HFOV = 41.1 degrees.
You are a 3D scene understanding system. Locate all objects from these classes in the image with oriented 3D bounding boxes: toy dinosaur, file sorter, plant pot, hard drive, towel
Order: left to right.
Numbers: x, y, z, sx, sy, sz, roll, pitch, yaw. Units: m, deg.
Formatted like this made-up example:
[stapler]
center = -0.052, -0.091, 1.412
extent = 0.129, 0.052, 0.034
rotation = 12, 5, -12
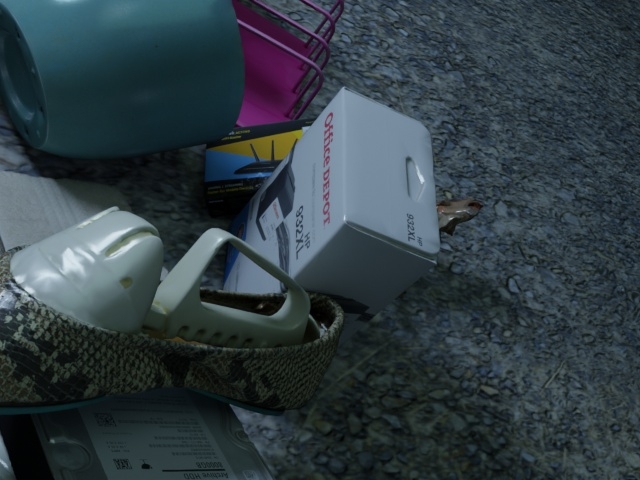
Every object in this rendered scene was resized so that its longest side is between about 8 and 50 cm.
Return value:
[towel]
center = -0.279, 0.010, 0.974
extent = 0.187, 0.049, 0.282
rotation = 6, 31, -36
[plant pot]
center = -0.274, -0.233, 1.072
extent = 0.235, 0.293, 0.293
rotation = -23, 72, -31
[hard drive]
center = -0.177, 0.199, 0.829
extent = 0.237, 0.064, 0.339
rotation = 12, 26, -40
[file sorter]
center = -0.086, -0.327, 1.351
extent = 0.202, 0.182, 0.290
rotation = 28, 45, -17
[toy dinosaur]
center = 0.083, -0.043, 1.308
extent = 0.296, 0.127, 0.200
rotation = 25, 32, 4

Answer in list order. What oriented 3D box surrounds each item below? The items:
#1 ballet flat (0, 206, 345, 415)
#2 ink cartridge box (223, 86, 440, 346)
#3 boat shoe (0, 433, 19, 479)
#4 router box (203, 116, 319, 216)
[ballet flat]
center = -0.148, 0.063, 0.797
extent = 0.483, 0.182, 0.164
rotation = 16, 21, -49
[ink cartridge box]
center = 0.000, 0.000, 1.061
extent = 0.129, 0.307, 0.223
rotation = 22, 46, -23
[boat shoe]
center = -0.220, 0.279, 0.814
extent = 0.319, 0.099, 0.116
rotation = 32, 19, 6
[router box]
center = -0.073, -0.106, 1.214
extent = 0.179, 0.046, 0.133
rotation = -7, 53, 4
